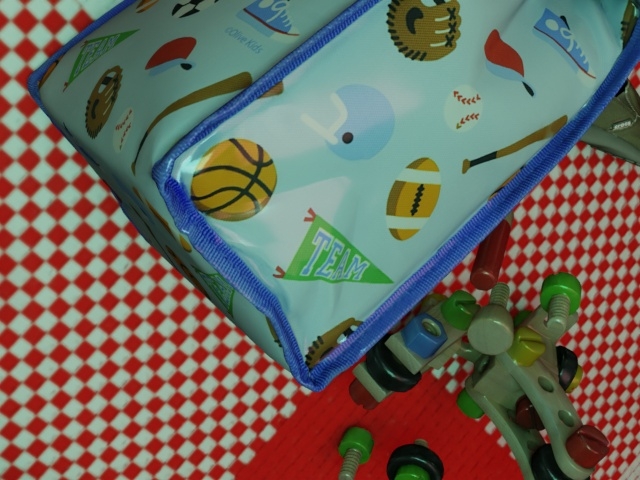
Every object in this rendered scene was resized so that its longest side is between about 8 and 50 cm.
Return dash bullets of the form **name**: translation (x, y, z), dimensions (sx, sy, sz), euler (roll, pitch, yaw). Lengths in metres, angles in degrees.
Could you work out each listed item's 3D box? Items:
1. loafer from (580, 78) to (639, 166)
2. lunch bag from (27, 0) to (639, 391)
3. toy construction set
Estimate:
- **loafer**: translation (0.318, -0.135, 1.014), dimensions (0.251, 0.094, 0.087), euler (14, 104, -33)
- **lunch bag**: translation (0.016, -0.141, 0.701), dimensions (0.385, 0.328, 0.239), euler (-40, 123, -11)
- **toy construction set**: translation (0.175, 0.094, 0.966), dimensions (0.237, 0.257, 0.309), euler (-61, 161, -53)
